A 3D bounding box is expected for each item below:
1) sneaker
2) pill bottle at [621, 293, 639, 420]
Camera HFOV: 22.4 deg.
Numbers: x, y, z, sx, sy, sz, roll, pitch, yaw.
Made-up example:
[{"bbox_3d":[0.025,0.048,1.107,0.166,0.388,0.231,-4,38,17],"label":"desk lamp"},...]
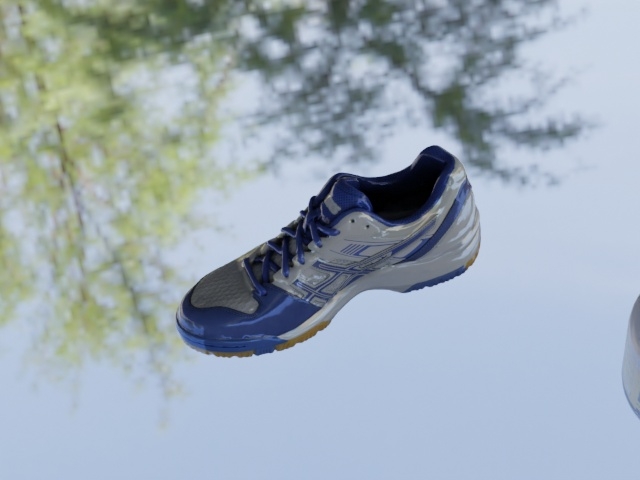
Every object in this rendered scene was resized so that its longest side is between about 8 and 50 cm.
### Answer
[{"bbox_3d":[0.000,0.000,1.454,0.296,0.131,0.112,-24,-134,-12],"label":"sneaker"},{"bbox_3d":[0.300,0.085,1.278,0.119,0.119,0.208,-9,160,6],"label":"pill bottle"}]
